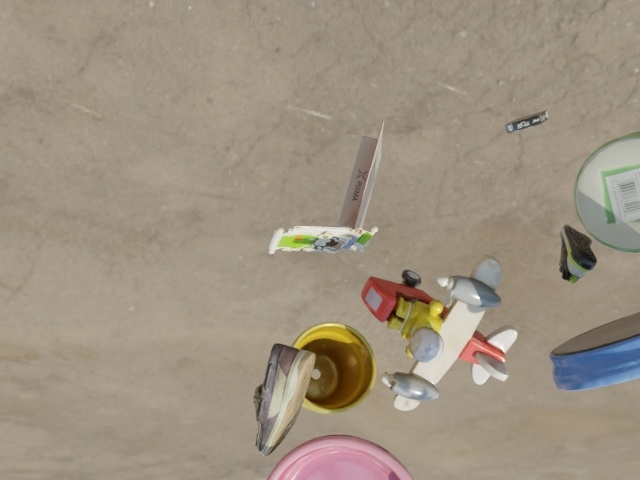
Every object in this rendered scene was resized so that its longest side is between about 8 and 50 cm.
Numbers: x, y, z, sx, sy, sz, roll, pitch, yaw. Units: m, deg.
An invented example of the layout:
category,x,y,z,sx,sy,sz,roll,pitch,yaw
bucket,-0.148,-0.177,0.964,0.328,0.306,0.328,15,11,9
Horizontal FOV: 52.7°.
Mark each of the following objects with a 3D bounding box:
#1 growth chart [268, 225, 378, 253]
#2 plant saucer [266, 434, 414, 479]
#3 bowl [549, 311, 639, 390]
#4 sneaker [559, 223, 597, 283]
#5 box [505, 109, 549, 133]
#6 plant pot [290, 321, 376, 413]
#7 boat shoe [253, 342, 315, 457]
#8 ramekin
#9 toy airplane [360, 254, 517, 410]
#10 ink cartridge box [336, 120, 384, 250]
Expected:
category,x,y,z,sx,sy,sz,roll,pitch,yaw
growth chart,0.000,0.000,1.449,0.237,0.021,0.172,0,160,-4
plant saucer,0.045,0.546,1.277,0.332,0.332,0.084,-9,176,10
bowl,0.685,0.218,1.401,0.391,0.077,0.391,-21,171,-4
sneaker,0.644,0.037,1.672,0.084,0.234,0.097,31,117,3
box,0.400,-0.230,1.250,0.067,0.018,0.083,-13,-170,33
plant pot,0.007,0.381,1.881,0.254,0.254,0.239,5,162,-13
boat shoe,-0.089,0.319,1.305,0.092,0.103,0.285,29,125,15
ramekin,0.754,-0.110,1.519,0.303,0.303,0.148,-31,165,39
toy airplane,0.312,0.253,1.666,0.384,0.386,0.272,-13,-172,24
ink cartridge box,0.097,-0.136,1.622,0.060,0.275,0.239,14,165,8
